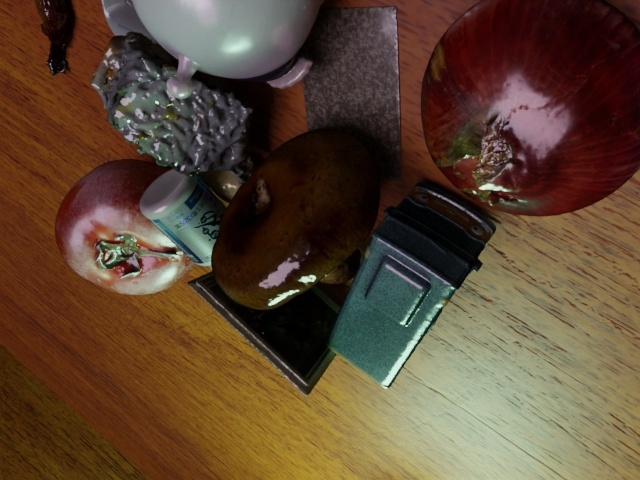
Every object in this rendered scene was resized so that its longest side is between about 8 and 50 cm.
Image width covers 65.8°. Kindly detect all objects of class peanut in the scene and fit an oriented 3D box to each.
[{"bbox_3d":[-0.175,-0.117,0.874,0.187,0.082,0.082,27,133,19],"label":"peanut"}]

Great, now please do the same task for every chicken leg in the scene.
[{"bbox_3d":[-0.521,-0.434,0.945,0.106,0.051,0.253,31,135,25],"label":"chicken leg"}]

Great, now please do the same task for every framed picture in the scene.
[{"bbox_3d":[-0.055,0.105,0.810,0.232,0.296,0.019,41,108,6],"label":"framed picture"}]

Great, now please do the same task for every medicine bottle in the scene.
[{"bbox_3d":[-0.205,-0.026,0.846,0.107,0.107,0.191,1,142,38],"label":"medicine bottle"}]

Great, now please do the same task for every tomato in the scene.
[{"bbox_3d":[-0.358,-0.030,0.964,0.270,0.227,0.270,-4,124,-6],"label":"tomato"}]

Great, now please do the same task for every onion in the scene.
[{"bbox_3d":[0.218,-0.130,0.515,0.248,0.161,0.248,6,121,10],"label":"onion"}]

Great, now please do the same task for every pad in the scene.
[{"bbox_3d":[0.040,-0.202,0.701,0.158,0.003,0.235,13,127,31],"label":"pad"}]

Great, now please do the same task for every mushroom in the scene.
[{"bbox_3d":[-0.011,-0.026,0.703,0.267,0.254,0.267,-172,90,-66],"label":"mushroom"}]

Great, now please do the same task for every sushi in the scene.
[{"bbox_3d":[-0.197,-0.190,0.741,0.274,0.184,0.139,24,110,-24],"label":"sushi"}]

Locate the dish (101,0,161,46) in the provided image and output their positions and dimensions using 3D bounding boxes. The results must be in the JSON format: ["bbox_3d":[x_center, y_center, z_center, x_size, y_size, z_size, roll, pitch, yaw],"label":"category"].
[{"bbox_3d":[-0.268,-0.400,0.758,0.154,0.064,0.234,28,132,19],"label":"dish"}]

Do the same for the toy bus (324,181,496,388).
[{"bbox_3d":[0.119,0.071,0.715,0.138,0.167,0.275,34,134,15],"label":"toy bus"}]

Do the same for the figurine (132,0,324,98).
[{"bbox_3d":[-0.102,-0.358,0.551,0.253,0.211,0.361,36,134,13],"label":"figurine"}]
